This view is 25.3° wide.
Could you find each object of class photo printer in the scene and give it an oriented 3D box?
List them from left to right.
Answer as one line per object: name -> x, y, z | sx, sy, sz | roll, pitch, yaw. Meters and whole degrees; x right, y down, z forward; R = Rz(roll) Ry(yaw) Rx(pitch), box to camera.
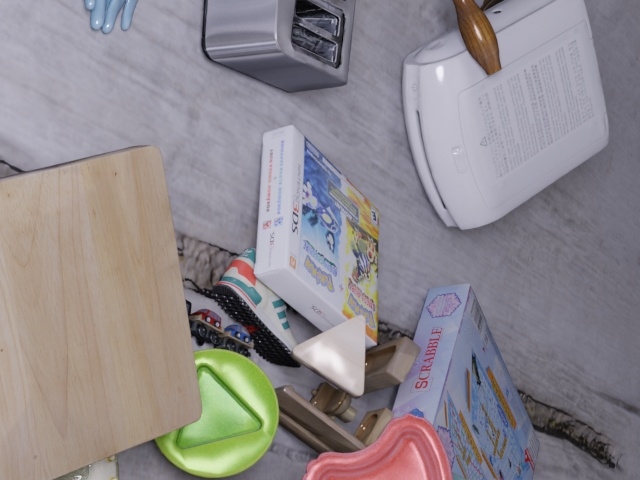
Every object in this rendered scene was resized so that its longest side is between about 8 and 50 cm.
photo printer -> 0.238, -0.174, 1.881 | 0.307, 0.107, 0.256 | -33, 118, -32

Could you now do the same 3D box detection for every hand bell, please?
hand bell -> 0.162, -0.314, 1.741 | 0.126, 0.126, 0.242 | -30, 98, -50

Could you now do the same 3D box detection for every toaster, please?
toaster -> -0.042, -0.261, 1.524 | 0.186, 0.110, 0.168 | 17, 77, -54

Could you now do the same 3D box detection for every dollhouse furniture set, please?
dollhouse furniture set -> 0.014, 0.153, 1.612 | 0.123, 0.144, 0.151 | 38, 65, -12

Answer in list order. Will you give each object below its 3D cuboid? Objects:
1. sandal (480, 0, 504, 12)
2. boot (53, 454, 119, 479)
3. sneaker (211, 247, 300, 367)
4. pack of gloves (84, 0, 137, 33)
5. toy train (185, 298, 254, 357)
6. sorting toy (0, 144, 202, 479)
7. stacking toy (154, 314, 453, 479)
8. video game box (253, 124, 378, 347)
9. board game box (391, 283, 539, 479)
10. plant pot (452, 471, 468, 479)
sandal -> 0.261, -0.335, 1.988 | 0.090, 0.060, 0.219 | 30, 77, -25
boot -> -0.184, 0.263, 1.317 | 0.213, 0.077, 0.165 | 1, 86, -22
sneaker -> -0.053, 0.074, 1.564 | 0.161, 0.057, 0.075 | 52, 55, -38
pack of gloves -> -0.211, -0.326, 1.360 | 0.195, 0.046, 0.232 | 52, 53, -57
toy train -> -0.121, 0.090, 1.497 | 0.158, 0.027, 0.036 | 35, 52, -49
sorting toy -> -0.245, 0.066, 1.230 | 0.255, 0.089, 0.257 | -18, 105, -40
stacking toy -> -0.036, 0.243, 1.484 | 0.309, 0.130, 0.279 | -15, 76, -13
video game box -> 0.000, 0.000, 1.607 | 0.205, 0.048, 0.187 | 42, 43, -47
board game box -> 0.187, 0.278, 1.851 | 0.318, 0.066, 0.318 | 63, 32, -33
plant pot -> 0.094, 0.425, 1.605 | 0.235, 0.293, 0.293 | -50, 130, -30
